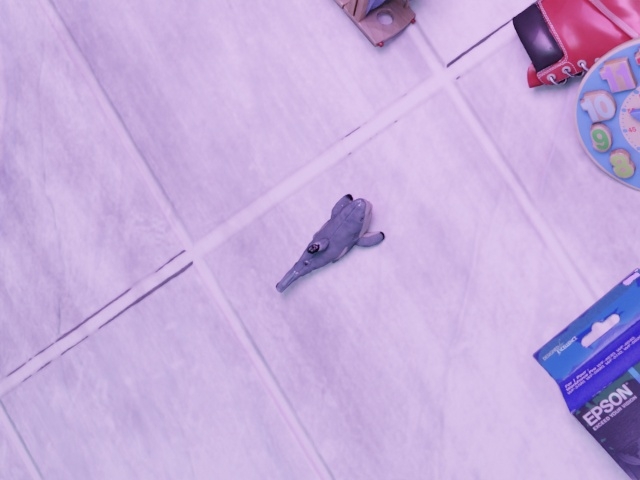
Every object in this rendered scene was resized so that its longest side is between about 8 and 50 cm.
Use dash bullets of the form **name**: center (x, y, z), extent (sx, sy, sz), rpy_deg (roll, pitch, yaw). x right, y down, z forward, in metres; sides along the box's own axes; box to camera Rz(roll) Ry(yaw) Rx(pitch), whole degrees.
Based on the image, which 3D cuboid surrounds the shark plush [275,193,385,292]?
- **shark plush**: center (0.000, 0.000, 1.030), extent (0.161, 0.067, 0.073), rpy_deg (-30, 84, 18)

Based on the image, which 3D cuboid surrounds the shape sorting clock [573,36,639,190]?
- **shape sorting clock**: center (0.362, -0.120, 0.857), extent (0.206, 0.040, 0.206), rpy_deg (20, 139, 19)

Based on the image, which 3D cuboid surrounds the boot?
- **boot**: center (0.328, -0.187, 0.905), extent (0.176, 0.088, 0.244), rpy_deg (-43, 81, 25)

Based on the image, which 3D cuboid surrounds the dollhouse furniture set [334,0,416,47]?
- **dollhouse furniture set**: center (0.103, -0.343, 0.962), extent (0.183, 0.129, 0.129), rpy_deg (-37, 81, -13)

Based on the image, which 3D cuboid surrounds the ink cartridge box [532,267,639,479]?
- **ink cartridge box**: center (0.400, 0.206, 0.914), extent (0.165, 0.065, 0.333), rpy_deg (-45, 79, 17)
